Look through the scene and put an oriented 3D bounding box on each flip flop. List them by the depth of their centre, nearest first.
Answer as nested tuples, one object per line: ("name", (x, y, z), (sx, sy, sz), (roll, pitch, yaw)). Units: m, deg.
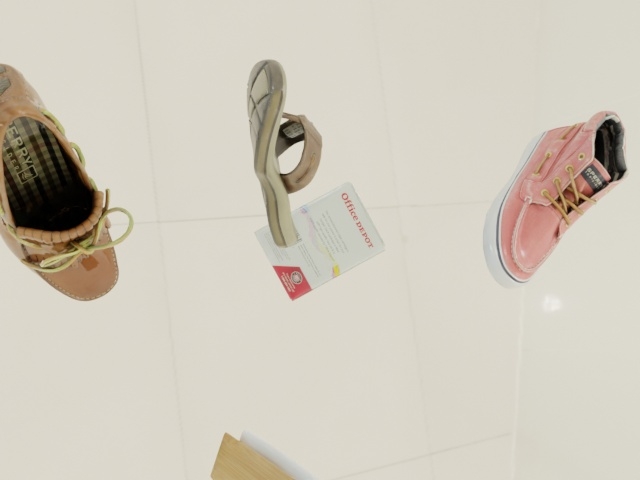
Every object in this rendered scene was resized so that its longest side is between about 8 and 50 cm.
("flip flop", (-0.036, -0.094, 0.871), (0.080, 0.277, 0.112), (-9, 51, -2))

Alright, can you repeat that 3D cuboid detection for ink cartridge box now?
("ink cartridge box", (0.000, 0.000, 1.233), (0.175, 0.072, 0.127), (-28, 92, 0))

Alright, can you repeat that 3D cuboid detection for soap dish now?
("soap dish", (-0.056, 0.481, 1.367), (0.118, 0.291, 0.229), (-47, 122, -21))

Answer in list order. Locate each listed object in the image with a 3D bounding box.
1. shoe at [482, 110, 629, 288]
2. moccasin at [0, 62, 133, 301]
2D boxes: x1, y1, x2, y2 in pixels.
("shoe", (0.202, -0.039, 0.641), (0.063, 0.081, 0.178), (43, 56, -17))
("moccasin", (-0.329, -0.042, 0.949), (0.139, 0.380, 0.147), (-32, 56, -26))
